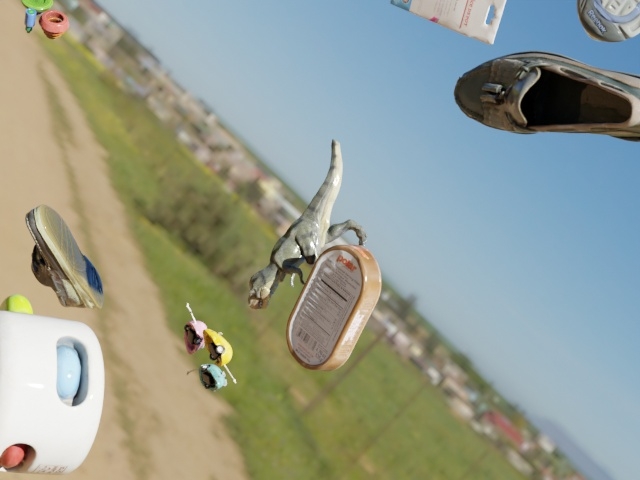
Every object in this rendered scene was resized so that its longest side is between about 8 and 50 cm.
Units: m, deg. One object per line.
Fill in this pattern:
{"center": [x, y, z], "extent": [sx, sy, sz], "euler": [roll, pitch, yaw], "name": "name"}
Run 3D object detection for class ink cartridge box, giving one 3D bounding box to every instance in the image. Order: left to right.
{"center": [0.212, -0.394, 2.407], "extent": [0.181, 0.104, 0.061], "euler": [26, 40, 14], "name": "ink cartridge box"}

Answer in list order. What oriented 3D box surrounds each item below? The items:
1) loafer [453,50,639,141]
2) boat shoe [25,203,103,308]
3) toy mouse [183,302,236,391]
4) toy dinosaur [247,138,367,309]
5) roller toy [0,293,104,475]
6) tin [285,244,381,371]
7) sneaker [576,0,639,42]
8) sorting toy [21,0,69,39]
{"center": [0.255, -0.160, 1.680], "extent": [0.267, 0.096, 0.084], "euler": [10, 9, 36], "name": "loafer"}
{"center": [-0.379, 0.034, 2.182], "extent": [0.223, 0.073, 0.080], "euler": [65, 12, -53], "name": "boat shoe"}
{"center": [-0.179, 0.181, 2.407], "extent": [0.161, 0.031, 0.143], "euler": [60, -32, 18], "name": "toy mouse"}
{"center": [0.000, 0.000, 2.174], "extent": [0.118, 0.268, 0.064], "euler": [31, -2, -5], "name": "toy dinosaur"}
{"center": [-0.346, 0.188, 1.840], "extent": [0.146, 0.209, 0.191], "euler": [10, 15, -27], "name": "roller toy"}
{"center": [0.016, 0.094, 2.101], "extent": [0.106, 0.189, 0.040], "euler": [37, 21, 33], "name": "tin"}
{"center": [0.388, -0.352, 1.751], "extent": [0.111, 0.297, 0.129], "euler": [40, -1, 2], "name": "sneaker"}
{"center": [-0.447, -0.355, 2.442], "extent": [0.102, 0.061, 0.042], "euler": [47, -41, 27], "name": "sorting toy"}
